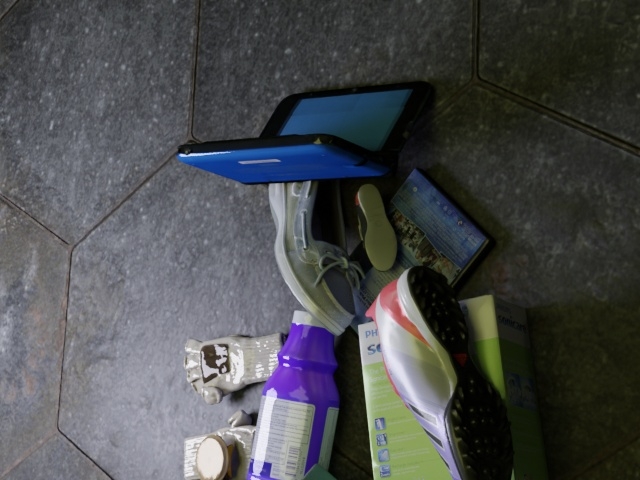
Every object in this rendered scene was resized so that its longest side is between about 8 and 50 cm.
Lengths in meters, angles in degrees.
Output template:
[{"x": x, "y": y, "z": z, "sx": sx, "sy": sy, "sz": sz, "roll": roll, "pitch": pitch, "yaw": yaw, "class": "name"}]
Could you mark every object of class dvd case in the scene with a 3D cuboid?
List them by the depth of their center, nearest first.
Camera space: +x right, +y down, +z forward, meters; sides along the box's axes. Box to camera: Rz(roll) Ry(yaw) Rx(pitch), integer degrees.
[{"x": 0.123, "y": 0.043, "z": 1.954, "sx": 0.253, "sy": 0.022, "sz": 0.180, "roll": -53, "pitch": 54, "yaw": 16, "class": "dvd case"}]

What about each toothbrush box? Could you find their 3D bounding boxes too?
[{"x": 0.179, "y": 0.236, "z": 1.787, "sx": 0.206, "sy": 0.122, "sz": 0.283, "roll": -16, "pitch": 71, "yaw": 28, "class": "toothbrush box"}]

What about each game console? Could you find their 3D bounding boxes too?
[{"x": -0.024, "y": -0.178, "z": 1.971, "sx": 0.293, "sy": 0.250, "sz": 0.173, "roll": -2, "pitch": 78, "yaw": 37, "class": "game console"}]

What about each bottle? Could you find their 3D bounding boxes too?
[{"x": -0.032, "y": 0.247, "z": 1.983, "sx": 0.118, "sy": 0.092, "sz": 0.283, "roll": 6, "pitch": 83, "yaw": 33, "class": "bottle"}]

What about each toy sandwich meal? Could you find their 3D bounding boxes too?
[{"x": -0.161, "y": 0.343, "z": 2.065, "sx": 0.085, "sy": 0.029, "sz": 0.085, "roll": -10, "pitch": 75, "yaw": 44, "class": "toy sandwich meal"}]

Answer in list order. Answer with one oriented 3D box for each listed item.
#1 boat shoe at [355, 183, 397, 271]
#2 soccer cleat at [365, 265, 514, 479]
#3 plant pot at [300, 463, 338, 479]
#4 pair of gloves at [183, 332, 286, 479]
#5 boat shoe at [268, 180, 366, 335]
[{"x": 0.079, "y": -0.015, "z": 1.961, "sx": 0.043, "sy": 0.049, "sz": 0.137, "roll": 113, "pitch": 145, "yaw": -66, "class": "boat shoe"}, {"x": 0.149, "y": 0.193, "z": 1.695, "sx": 0.116, "sy": 0.108, "sz": 0.318, "roll": -39, "pitch": 60, "yaw": 39, "class": "soccer cleat"}, {"x": 0.009, "y": 0.494, "z": 1.792, "sx": 0.252, "sy": 0.248, "sz": 0.247, "roll": 33, "pitch": 102, "yaw": 8, "class": "plant pot"}, {"x": -0.142, "y": 0.265, "z": 2.102, "sx": 0.204, "sy": 0.042, "sz": 0.240, "roll": -5, "pitch": 77, "yaw": 38, "class": "pair of gloves"}, {"x": 0.001, "y": 0.000, "z": 1.980, "sx": 0.103, "sy": 0.118, "sz": 0.320, "roll": -34, "pitch": 40, "yaw": 20, "class": "boat shoe"}]
